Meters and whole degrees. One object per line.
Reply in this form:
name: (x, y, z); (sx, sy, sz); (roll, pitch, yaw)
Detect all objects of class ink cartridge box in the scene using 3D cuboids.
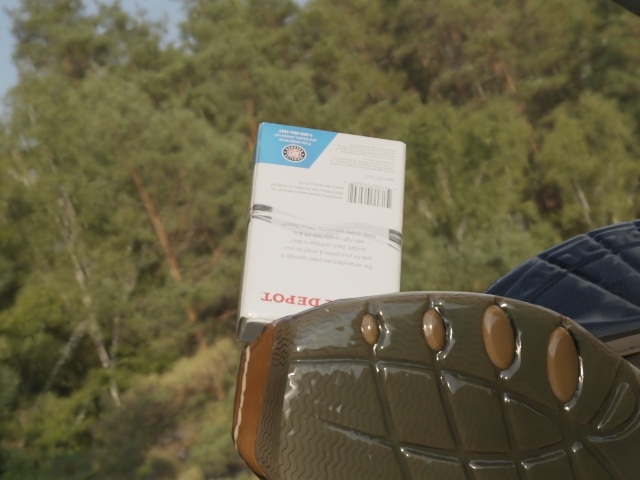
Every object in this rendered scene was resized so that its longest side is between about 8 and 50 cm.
ink cartridge box: (0.000, 0.000, 0.981); (0.139, 0.191, 0.082); (8, -21, -7)

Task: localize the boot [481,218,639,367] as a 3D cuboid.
boot: (0.199, 0.165, 0.821); (0.377, 0.284, 0.138); (-27, 28, -8)

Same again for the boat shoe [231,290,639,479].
boat shoe: (0.103, 0.104, 0.499); (0.324, 0.123, 0.120); (17, -15, -27)

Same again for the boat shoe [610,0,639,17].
boat shoe: (0.216, -0.105, 0.435); (0.319, 0.116, 0.099); (-4, -15, -26)
